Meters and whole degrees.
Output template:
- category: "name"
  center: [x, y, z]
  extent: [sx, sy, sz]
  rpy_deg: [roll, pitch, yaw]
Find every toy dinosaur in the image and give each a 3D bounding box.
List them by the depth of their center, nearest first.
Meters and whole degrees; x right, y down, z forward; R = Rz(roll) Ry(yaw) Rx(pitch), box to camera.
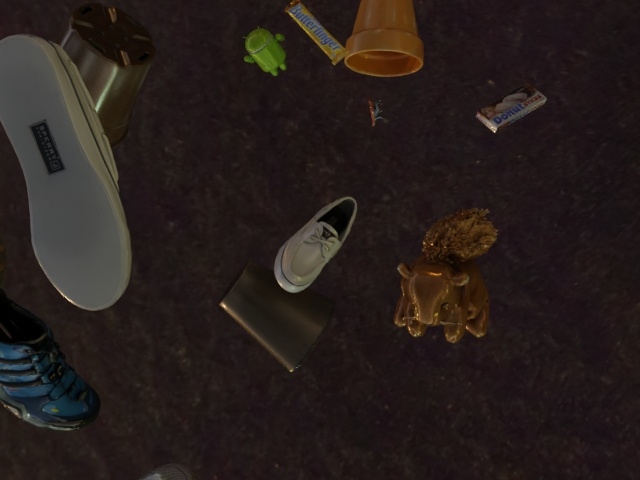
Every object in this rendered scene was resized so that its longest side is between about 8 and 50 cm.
- category: "toy dinosaur"
  center: [0.151, -0.361, 1.969]
  extent: [0.047, 0.090, 0.082]
  rpy_deg: [-103, 32, -50]

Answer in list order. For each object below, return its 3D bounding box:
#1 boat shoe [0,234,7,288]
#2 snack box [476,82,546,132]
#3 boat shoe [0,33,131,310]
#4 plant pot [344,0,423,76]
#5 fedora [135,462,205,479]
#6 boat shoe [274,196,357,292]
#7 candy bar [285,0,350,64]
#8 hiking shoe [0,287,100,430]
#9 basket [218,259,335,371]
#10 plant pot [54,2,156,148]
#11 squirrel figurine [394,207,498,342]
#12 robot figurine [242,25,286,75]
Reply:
- category: "boat shoe"
  center: [-0.632, 0.102, 1.203]
  extent: [0.130, 0.132, 0.355]
  rpy_deg: [-22, 68, 26]
- category: "snack box"
  center: [0.446, -0.311, 1.631]
  extent: [0.064, 0.178, 0.022]
  rpy_deg: [48, 152, 22]
- category: "boat shoe"
  center: [-0.229, -0.065, 0.662]
  extent: [0.095, 0.084, 0.258]
  rpy_deg: [-8, 103, 9]
- category: "plant pot"
  center: [0.170, -0.551, 1.823]
  extent: [0.205, 0.205, 0.187]
  rpy_deg: [0, 84, 37]
- category: "fedora"
  center: [-0.149, 0.290, 0.633]
  extent: [0.275, 0.244, 0.124]
  rpy_deg: [-15, 100, 54]
- category: "boat shoe"
  center: [0.000, 0.000, 1.448]
  extent: [0.096, 0.267, 0.088]
  rpy_deg: [45, 137, -2]
- category: "candy bar"
  center: [-0.008, -0.417, 1.392]
  extent: [0.040, 0.018, 0.161]
  rpy_deg: [-41, 83, 1]
- category: "hiking shoe"
  center: [-0.463, 0.195, 1.110]
  extent: [0.132, 0.113, 0.304]
  rpy_deg: [-28, 117, 34]
- category: "basket"
  center: [-0.109, 0.159, 1.630]
  extent: [0.227, 0.204, 0.154]
  rpy_deg: [37, 152, -9]
- category: "plant pot"
  center: [-0.333, -0.246, 1.034]
  extent: [0.165, 0.167, 0.167]
  rpy_deg: [-44, 75, 38]
- category: "squirrel figurine"
  center: [0.338, 0.086, 1.965]
  extent: [0.281, 0.370, 0.396]
  rpy_deg: [13, 85, 22]
- category: "robot figurine"
  center: [-0.124, -0.431, 1.587]
  extent: [0.101, 0.115, 0.067]
  rpy_deg: [-31, 38, 17]
